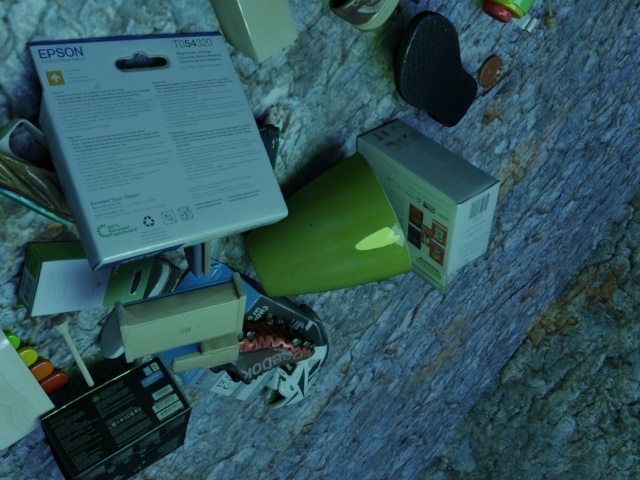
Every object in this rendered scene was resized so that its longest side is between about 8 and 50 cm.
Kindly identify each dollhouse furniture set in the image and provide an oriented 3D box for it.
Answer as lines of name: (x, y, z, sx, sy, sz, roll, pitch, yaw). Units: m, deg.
dollhouse furniture set: (-0.274, 0.048, 1.202, 0.198, 0.303, 0.286, -12, 150, -18)

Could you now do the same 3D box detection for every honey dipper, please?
honey dipper: (0.559, -0.584, 1.666, 0.030, 0.030, 0.161, -45, 142, -6)

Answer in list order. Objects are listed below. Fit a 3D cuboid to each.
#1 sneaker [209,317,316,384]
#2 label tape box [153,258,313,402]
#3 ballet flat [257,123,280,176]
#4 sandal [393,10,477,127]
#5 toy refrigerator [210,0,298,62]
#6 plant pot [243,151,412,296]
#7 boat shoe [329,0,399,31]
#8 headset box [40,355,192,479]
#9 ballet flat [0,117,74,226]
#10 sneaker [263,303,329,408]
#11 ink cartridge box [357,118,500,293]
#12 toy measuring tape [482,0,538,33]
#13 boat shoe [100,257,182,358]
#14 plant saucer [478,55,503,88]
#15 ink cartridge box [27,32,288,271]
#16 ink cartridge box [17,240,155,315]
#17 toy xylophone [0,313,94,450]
sneaker: (-0.129, 0.233, 1.421, 0.276, 0.097, 0.135, 13, 110, -44)
label tape box: (-0.202, 0.205, 1.493, 0.249, 0.115, 0.347, -52, 146, 2)
ballet flat: (-0.115, -0.140, 1.325, 0.074, 0.074, 0.203, -28, 145, -27)
sandal: (0.229, -0.360, 1.473, 0.167, 0.107, 0.446, -55, 156, 5)
toy refrigerator: (-0.123, -0.417, 1.032, 0.094, 0.102, 0.269, -38, 142, -16)
plant pot: (0.000, 0.000, 1.424, 0.293, 0.275, 0.275, -24, 140, -3)
boat shoe: (0.122, -0.536, 1.176, 0.123, 0.123, 0.342, 7, 123, -50)
headset box: (-0.404, 0.392, 1.368, 0.246, 0.131, 0.283, -28, 159, -28)
ballet flat: (-0.458, -0.123, 0.950, 0.342, 0.116, 0.124, 27, 80, -54)
sneaker: (-0.075, 0.309, 1.711, 0.146, 0.122, 0.330, -21, 135, -36)
ink cartridge box: (0.224, -0.077, 1.525, 0.130, 0.309, 0.272, -28, 140, -27)
toy measuring tape: (0.447, -0.527, 1.527, 0.330, 0.121, 0.121, 13, 112, -51)
boat shoe: (-0.343, 0.138, 1.315, 0.219, 0.078, 0.070, -55, 143, 5)
plant saucer: (0.419, -0.416, 1.680, 0.083, 0.013, 0.083, -27, 139, -27)
ink cartridge box: (-0.244, -0.150, 1.046, 0.324, 0.330, 0.071, -16, 172, -37)
ink cartridge box: (-0.407, 0.061, 1.190, 0.209, 0.062, 0.109, -4, 123, -46)
toy xylophone: (-0.538, 0.239, 1.194, 0.236, 0.081, 0.323, -26, 138, -29)
